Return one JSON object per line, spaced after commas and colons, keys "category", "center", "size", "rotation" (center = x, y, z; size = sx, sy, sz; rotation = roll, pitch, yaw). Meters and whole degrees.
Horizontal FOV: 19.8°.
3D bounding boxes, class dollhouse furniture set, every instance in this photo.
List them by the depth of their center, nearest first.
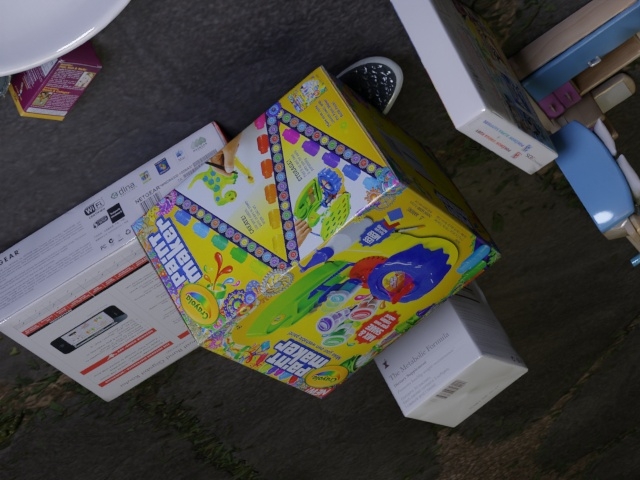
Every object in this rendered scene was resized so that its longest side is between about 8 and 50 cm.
{"category": "dollhouse furniture set", "center": [0.400, -0.117, 2.223], "size": [0.198, 0.303, 0.286], "rotation": [-34, 151, 11]}

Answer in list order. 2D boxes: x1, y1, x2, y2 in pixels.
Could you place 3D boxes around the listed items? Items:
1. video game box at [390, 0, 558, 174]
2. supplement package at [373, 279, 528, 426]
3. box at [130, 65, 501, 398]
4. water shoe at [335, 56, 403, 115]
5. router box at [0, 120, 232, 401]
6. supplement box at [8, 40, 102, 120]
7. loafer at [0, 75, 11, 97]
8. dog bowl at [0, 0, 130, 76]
{"category": "video game box", "center": [0.166, -0.186, 2.013], "size": [0.048, 0.205, 0.187], "rotation": [-36, 150, 21]}
{"category": "supplement package", "center": [0.137, 0.103, 2.407], "size": [0.139, 0.244, 0.134], "rotation": [-41, 150, 19]}
{"category": "box", "center": [0.000, 0.000, 2.030], "size": [0.279, 0.177, 0.290], "rotation": [-39, 150, 13]}
{"category": "water shoe", "center": [0.031, -0.142, 2.128], "size": [0.203, 0.073, 0.080], "rotation": [-49, 173, 30]}
{"category": "router box", "center": [-0.196, 0.036, 2.178], "size": [0.335, 0.082, 0.301], "rotation": [-31, 151, 5]}
{"category": "supplement box", "center": [-0.267, -0.164, 1.836], "size": [0.055, 0.043, 0.083], "rotation": [5, 138, -45]}
{"category": "loafer", "center": [-0.396, -0.146, 1.676], "size": [0.267, 0.084, 0.096], "rotation": [-2, 102, -40]}
{"category": "dog bowl", "center": [-0.284, -0.266, 1.596], "size": [0.265, 0.104, 0.265], "rotation": [-21, 150, -13]}
